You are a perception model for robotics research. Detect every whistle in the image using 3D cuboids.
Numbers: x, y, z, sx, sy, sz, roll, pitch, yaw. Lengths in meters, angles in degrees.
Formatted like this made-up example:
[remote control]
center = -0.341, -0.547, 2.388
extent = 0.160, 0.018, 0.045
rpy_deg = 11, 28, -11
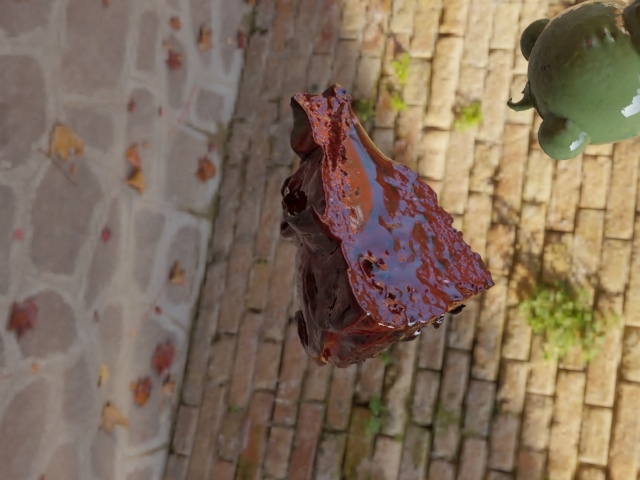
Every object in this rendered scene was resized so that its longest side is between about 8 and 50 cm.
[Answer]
[whistle]
center = 0.223, -0.118, 0.600
extent = 0.085, 0.227, 0.105
rpy_deg = 46, 33, -54

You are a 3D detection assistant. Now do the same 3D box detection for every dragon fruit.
[dragon fruit]
center = -0.007, 0.003, 1.206
extent = 0.228, 0.286, 0.329
rpy_deg = -25, 83, -41
